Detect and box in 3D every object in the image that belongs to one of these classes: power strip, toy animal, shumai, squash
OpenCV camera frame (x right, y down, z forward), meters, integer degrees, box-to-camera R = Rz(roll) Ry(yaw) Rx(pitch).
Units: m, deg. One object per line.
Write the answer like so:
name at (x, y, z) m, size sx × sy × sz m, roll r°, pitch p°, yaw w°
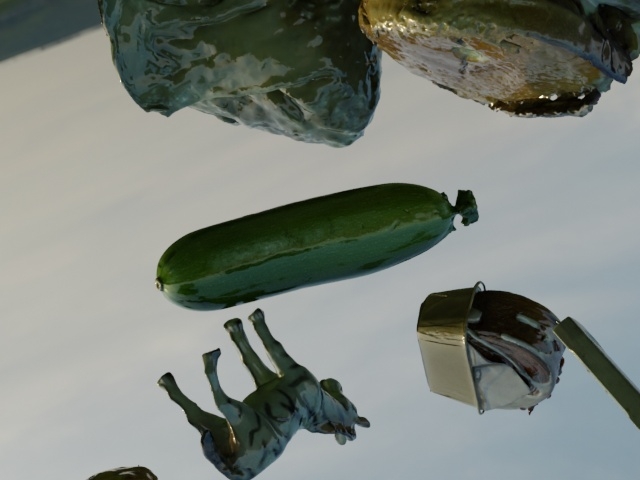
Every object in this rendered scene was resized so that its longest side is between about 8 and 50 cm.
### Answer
power strip at (0.334, 0.159, 1.504) m, size 0.029 × 0.080 × 0.227 m, roll -45°, pitch -133°, yaw 9°
toy animal at (-0.053, 0.155, 1.417) m, size 0.255 × 0.170 × 0.090 m, roll -12°, pitch 166°, yaw -47°
shumai at (-0.107, -0.233, 1.584) m, size 0.288 × 0.330 × 0.292 m, roll -21°, pitch 171°, yaw -41°
squash at (0.000, 0.000, 1.436) m, size 0.379 × 0.101 × 0.101 m, roll -15°, pitch -170°, yaw -20°

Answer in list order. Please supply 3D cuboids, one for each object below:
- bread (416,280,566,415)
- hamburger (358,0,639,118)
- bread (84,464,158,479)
bread at (0.258, 0.159, 1.995) m, size 0.212 × 0.224 × 0.142 m, roll 3°, pitch -132°, yaw 18°
hamburger at (0.179, -0.251, 1.371) m, size 0.318 × 0.277 × 0.195 m, roll 16°, pitch -97°, yaw 60°
bread at (-0.221, 0.294, 1.120) m, size 0.229 × 0.143 × 0.139 m, roll -38°, pitch 177°, yaw 14°
